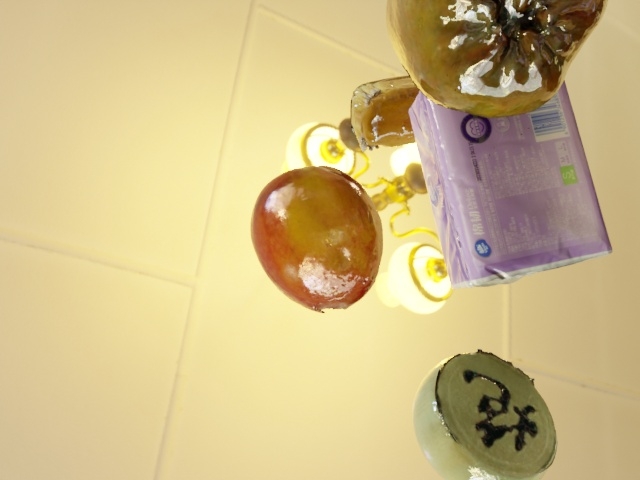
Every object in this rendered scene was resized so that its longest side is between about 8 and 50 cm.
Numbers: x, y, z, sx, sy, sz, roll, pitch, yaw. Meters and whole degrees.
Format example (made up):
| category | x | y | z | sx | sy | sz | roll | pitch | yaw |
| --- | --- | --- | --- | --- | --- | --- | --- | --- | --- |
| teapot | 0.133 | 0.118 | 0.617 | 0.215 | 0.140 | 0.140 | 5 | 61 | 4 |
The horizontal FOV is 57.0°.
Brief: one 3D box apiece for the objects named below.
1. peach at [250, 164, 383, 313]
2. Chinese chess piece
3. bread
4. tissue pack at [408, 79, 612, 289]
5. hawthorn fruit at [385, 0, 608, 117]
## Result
| category | x | y | z | sx | sy | sz | roll | pitch | yaw |
| --- | --- | --- | --- | --- | --- | --- | --- | --- | --- |
| peach | 0.000 | 0.000 | 1.085 | 0.238 | 0.281 | 0.281 | -22 | -95 | -46 |
| Chinese chess piece | 0.398 | 0.441 | 1.436 | 0.349 | 0.146 | 0.349 | 13 | -135 | -13 |
| bread | 0.191 | -0.282 | 1.292 | 0.241 | 0.107 | 0.136 | -10 | -56 | -16 |
| tissue pack | 0.304 | -0.100 | 0.979 | 0.242 | 0.160 | 0.338 | -11 | -96 | -6 |
| hawthorn fruit | 0.219 | -0.318 | 0.795 | 0.267 | 0.268 | 0.301 | 21 | -154 | -22 |
